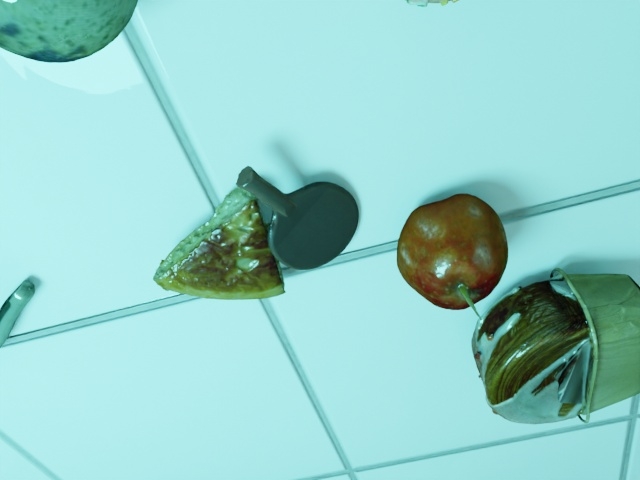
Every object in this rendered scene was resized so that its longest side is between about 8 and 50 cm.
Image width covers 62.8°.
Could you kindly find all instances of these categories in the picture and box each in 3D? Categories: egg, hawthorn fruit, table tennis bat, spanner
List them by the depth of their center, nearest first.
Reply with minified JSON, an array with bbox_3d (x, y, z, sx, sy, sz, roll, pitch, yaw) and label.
[{"bbox_3d":[-0.197,-0.215,0.354,0.141,0.141,0.182,-2,120,-2],"label":"egg"},{"bbox_3d":[0.000,0.000,0.520,0.107,0.119,0.170,-49,133,7],"label":"table tennis bat"},{"bbox_3d":[0.140,0.016,0.570,0.125,0.140,0.125,21,133,23],"label":"hawthorn fruit"},{"bbox_3d":[-0.472,0.141,0.678,0.095,0.040,0.325,33,118,-25],"label":"spanner"}]

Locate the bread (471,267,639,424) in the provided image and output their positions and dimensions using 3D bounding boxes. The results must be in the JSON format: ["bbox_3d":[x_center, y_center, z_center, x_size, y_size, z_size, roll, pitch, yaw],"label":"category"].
[{"bbox_3d":[0.304,0.147,0.668,0.211,0.143,0.224,-16,129,5],"label":"bread"}]

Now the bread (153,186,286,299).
[{"bbox_3d":[-0.089,0.022,0.597,0.154,0.054,0.136,-40,123,18],"label":"bread"}]

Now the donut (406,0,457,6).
[{"bbox_3d":[0.120,-0.254,0.386,0.116,0.065,0.166,2,130,-4],"label":"donut"}]
